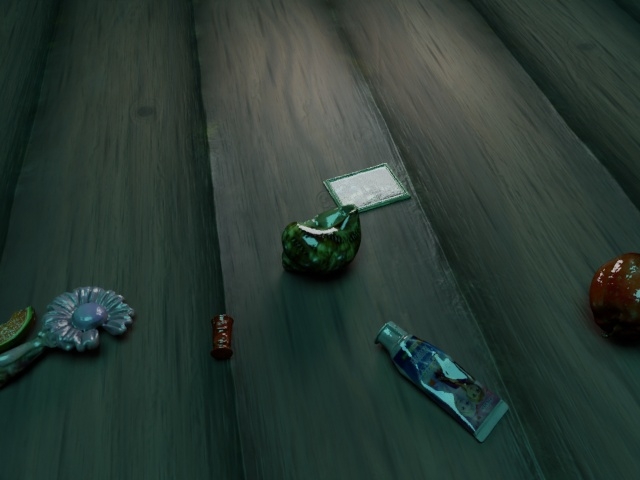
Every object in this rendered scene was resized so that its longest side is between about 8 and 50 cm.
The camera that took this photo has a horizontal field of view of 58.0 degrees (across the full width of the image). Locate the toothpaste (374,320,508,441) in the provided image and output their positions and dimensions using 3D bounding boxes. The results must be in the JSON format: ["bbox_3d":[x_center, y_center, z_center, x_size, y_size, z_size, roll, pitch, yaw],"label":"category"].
[{"bbox_3d":[0.220,0.254,1.086,0.266,0.061,0.096,38,58,23],"label":"toothpaste"}]

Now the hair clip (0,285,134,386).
[{"bbox_3d":[-0.530,0.190,1.157,0.300,0.069,0.173,-34,55,-25],"label":"hair clip"}]

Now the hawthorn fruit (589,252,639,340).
[{"bbox_3d":[0.595,0.124,1.118,0.157,0.157,0.194,30,62,26],"label":"hawthorn fruit"}]

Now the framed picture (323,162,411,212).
[{"bbox_3d":[0.116,-0.133,1.462,0.183,0.011,0.142,-17,49,-13],"label":"framed picture"}]

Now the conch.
[{"bbox_3d":[0.000,0.003,1.276,0.182,0.124,0.187,-5,24,9],"label":"conch"}]

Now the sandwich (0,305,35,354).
[{"bbox_3d":[-0.639,0.192,1.186,0.067,0.029,0.135,23,53,28],"label":"sandwich"}]

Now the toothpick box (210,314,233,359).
[{"bbox_3d":[-0.196,0.194,1.154,0.047,0.047,0.083,-6,48,-3],"label":"toothpick box"}]
